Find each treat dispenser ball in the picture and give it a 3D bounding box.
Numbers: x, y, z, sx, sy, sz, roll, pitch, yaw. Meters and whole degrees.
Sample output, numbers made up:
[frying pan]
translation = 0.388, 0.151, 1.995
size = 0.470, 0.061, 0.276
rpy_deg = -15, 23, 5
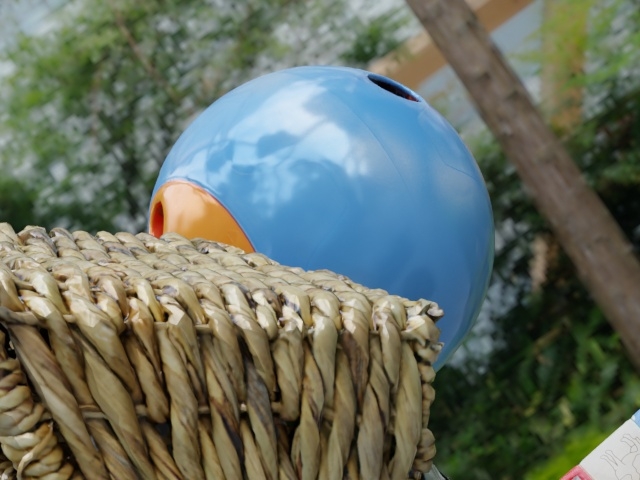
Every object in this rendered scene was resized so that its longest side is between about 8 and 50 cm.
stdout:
[treat dispenser ball]
translation = 0.000, 0.000, 1.239
size = 0.288, 0.288, 0.288
rpy_deg = -34, -5, -3

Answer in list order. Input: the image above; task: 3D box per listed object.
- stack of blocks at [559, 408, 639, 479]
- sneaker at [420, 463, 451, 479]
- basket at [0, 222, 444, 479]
[stack of blocks]
translation = 0.261, 0.161, 0.879
size = 0.297, 0.171, 0.087
rpy_deg = -41, -32, -4
[sneaker]
translation = 0.093, 0.249, 1.339
size = 0.330, 0.122, 0.146
rpy_deg = -20, -58, -66
[basket]
translation = -0.110, 0.107, 0.713
size = 0.223, 0.214, 0.299
rpy_deg = 4, 4, -26
